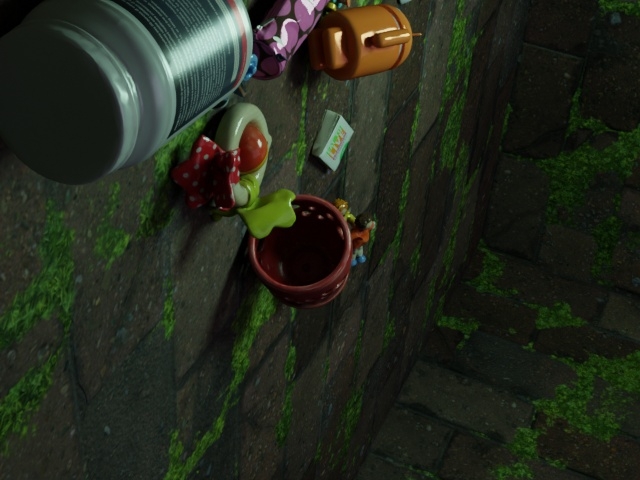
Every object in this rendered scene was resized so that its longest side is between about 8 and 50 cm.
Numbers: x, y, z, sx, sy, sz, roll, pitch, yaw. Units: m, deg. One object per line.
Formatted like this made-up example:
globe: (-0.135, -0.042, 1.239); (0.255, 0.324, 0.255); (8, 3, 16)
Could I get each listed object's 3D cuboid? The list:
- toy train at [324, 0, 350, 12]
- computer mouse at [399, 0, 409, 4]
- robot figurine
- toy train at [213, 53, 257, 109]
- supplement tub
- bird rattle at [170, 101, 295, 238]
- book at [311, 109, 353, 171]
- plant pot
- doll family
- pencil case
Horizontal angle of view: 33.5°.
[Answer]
toy train: (0.044, -0.485, 1.905); (0.166, 0.046, 0.125); (89, 26, -48)
computer mouse: (0.223, -0.609, 2.351); (0.106, 0.042, 0.193); (34, 76, -74)
robot figurine: (0.076, -0.364, 1.938); (0.219, 0.128, 0.158); (-19, 159, -37)
toy train: (-0.152, -0.250, 1.491); (0.105, 0.080, 0.184); (-58, 164, -10)
supplement tub: (-0.211, -0.192, 1.153); (0.272, 0.191, 0.191); (-49, 153, -52)
bird rattle: (-0.140, -0.119, 1.670); (0.253, 0.143, 0.207); (46, 52, -57)
book: (0.023, -0.203, 2.185); (0.096, 0.035, 0.144); (-67, 165, -2)
plant pot: (-0.029, 0.030, 1.987); (0.174, 0.191, 0.191); (68, 43, -70)
doll family: (0.000, 0.000, 2.234); (0.263, 0.118, 0.163); (-34, 150, -36)
pencil case: (-0.055, -0.349, 1.669); (0.209, 0.095, 0.098); (-63, 146, -33)
